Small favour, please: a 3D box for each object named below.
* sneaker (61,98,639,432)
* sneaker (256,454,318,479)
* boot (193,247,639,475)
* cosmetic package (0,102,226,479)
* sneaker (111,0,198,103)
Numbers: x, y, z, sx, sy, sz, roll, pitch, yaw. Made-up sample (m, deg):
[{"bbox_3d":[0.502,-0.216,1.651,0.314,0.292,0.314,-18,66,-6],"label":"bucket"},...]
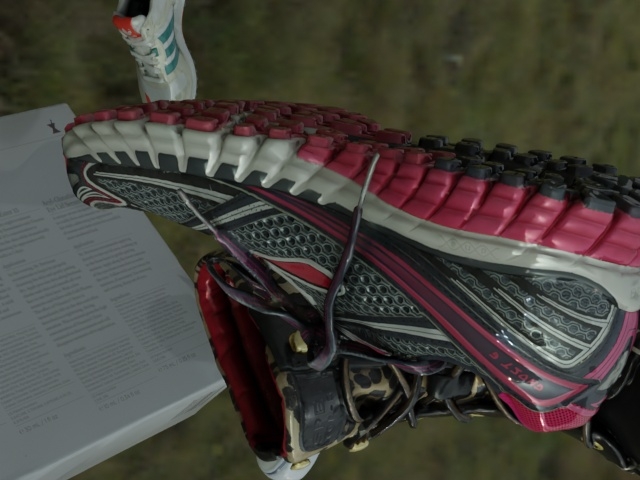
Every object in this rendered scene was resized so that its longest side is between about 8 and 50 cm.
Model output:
[{"bbox_3d":[0.000,0.000,0.746,0.121,0.299,0.112,-10,111,-56],"label":"sneaker"},{"bbox_3d":[-0.033,0.074,1.392,0.091,0.094,0.258,10,88,-30],"label":"sneaker"},{"bbox_3d":[0.103,0.087,1.039,0.377,0.284,0.138,-124,-151,-47],"label":"boot"},{"bbox_3d":[-0.262,0.055,1.256,0.284,0.097,0.377,56,34,9],"label":"cosmetic package"},{"bbox_3d":[-0.146,-0.168,1.367,0.075,0.057,0.161,-25,120,-55],"label":"sneaker"}]
